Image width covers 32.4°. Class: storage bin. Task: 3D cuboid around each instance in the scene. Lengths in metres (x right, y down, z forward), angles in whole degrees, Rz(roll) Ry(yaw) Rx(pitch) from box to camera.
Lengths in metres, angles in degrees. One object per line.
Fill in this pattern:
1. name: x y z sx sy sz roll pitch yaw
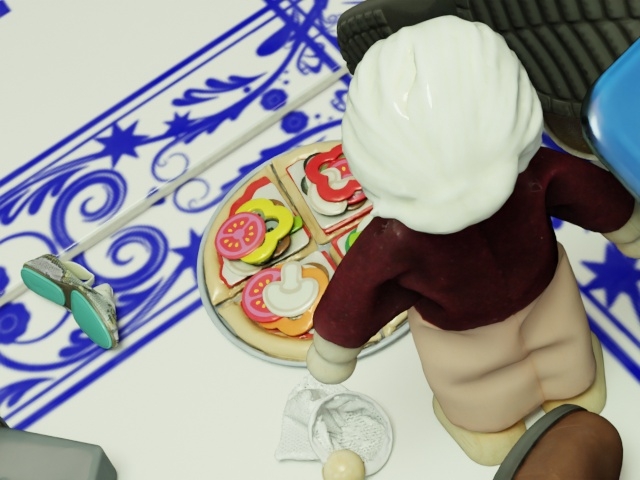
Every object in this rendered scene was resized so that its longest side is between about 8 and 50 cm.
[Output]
1. storage bin: -0.194 0.186 0.730 0.091 0.098 0.135 3 58 7

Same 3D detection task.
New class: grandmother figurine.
1. grandmother figurine: 0.082 0.016 0.598 0.207 0.342 0.104 -33 55 -7

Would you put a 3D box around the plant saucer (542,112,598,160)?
1. plant saucer: 0.261 -0.193 0.764 0.050 0.310 0.311 20 55 -21

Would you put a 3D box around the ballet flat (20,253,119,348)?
1. ballet flat: -0.184 0.041 0.852 0.114 0.041 0.041 32 71 30

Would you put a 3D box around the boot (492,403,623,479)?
1. boot: 0.204 0.197 0.527 0.280 0.096 0.264 -1 37 33

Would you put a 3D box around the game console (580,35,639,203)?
1. game console: 0.288 -0.039 0.614 0.173 0.250 0.293 36 68 29

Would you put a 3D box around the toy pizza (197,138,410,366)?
1. toy pizza: 0.000 0.000 0.825 0.201 0.032 0.201 -8 56 12

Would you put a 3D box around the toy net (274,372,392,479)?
1. toy net: 0.039 0.166 0.696 0.122 0.045 0.232 -23 54 1

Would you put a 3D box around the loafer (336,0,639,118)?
1. loafer: 0.148 -0.170 0.759 0.130 0.134 0.366 -41 25 -23
